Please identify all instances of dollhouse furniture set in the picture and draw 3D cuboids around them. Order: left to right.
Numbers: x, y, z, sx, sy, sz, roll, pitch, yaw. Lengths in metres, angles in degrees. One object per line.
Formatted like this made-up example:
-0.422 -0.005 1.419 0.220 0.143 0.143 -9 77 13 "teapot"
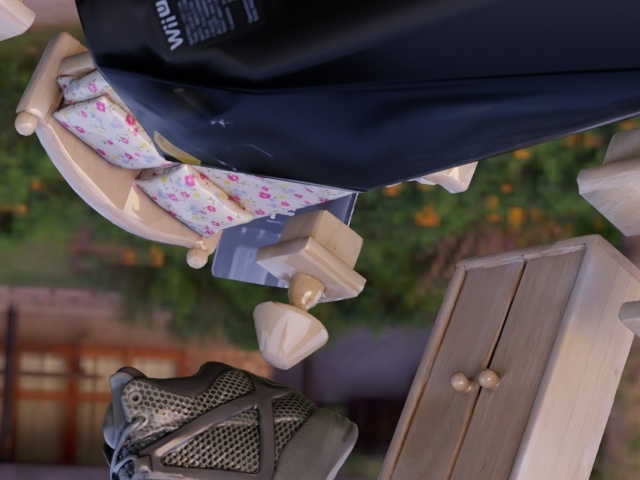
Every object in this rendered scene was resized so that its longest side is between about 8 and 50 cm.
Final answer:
0.000 0.000 0.870 0.355 0.174 0.303 39 149 -30 "dollhouse furniture set"

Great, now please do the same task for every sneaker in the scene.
-0.087 0.154 0.999 0.130 0.227 0.087 31 149 6 "sneaker"

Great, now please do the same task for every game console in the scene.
0.017 -0.199 0.334 0.213 0.361 0.044 -17 -178 15 "game console"

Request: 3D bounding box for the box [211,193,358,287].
-0.008 -0.163 1.131 0.076 0.307 0.242 7 136 -8 "box"
